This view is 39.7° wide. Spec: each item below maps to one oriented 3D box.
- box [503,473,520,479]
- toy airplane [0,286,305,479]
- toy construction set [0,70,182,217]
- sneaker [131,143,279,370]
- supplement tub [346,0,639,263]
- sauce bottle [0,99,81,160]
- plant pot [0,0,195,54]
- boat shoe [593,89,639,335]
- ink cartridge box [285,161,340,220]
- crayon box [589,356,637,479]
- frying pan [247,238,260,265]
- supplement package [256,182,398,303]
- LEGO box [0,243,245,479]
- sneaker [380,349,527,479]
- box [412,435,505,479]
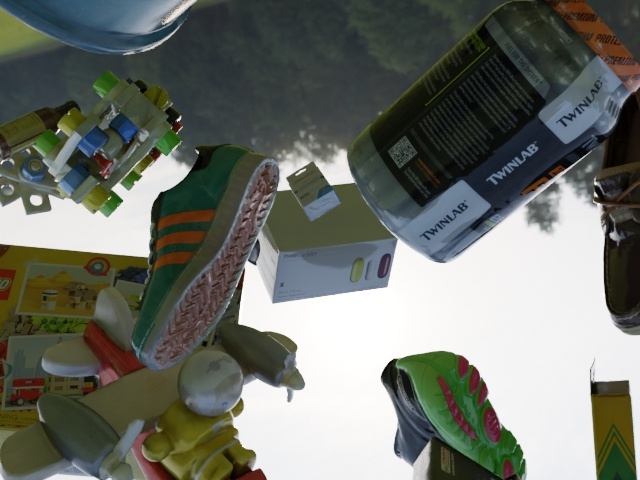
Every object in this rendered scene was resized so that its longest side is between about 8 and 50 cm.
[{"bbox_3d":[0.281,0.528,1.550,0.233,0.159,0.044,-32,177,23],"label":"box"},{"bbox_3d":[-0.202,0.216,1.219,0.272,0.384,0.386,-47,-155,40],"label":"toy airplane"},{"bbox_3d":[-0.288,-0.103,1.117,0.327,0.151,0.215,-7,-141,54],"label":"toy construction set"},{"bbox_3d":[-0.165,0.013,1.101,0.121,0.108,0.302,18,-111,25],"label":"sneaker"},{"bbox_3d":[0.200,-0.136,1.018,0.316,0.193,0.193,-42,-174,22],"label":"supplement tub"},{"bbox_3d":[-0.366,-0.144,1.138,0.042,0.042,0.128,1,-153,44],"label":"sauce bottle"},{"bbox_3d":[-0.083,-0.352,0.598,0.334,0.341,0.341,-21,-169,30],"label":"plant pot"},{"bbox_3d":[0.386,-0.055,1.103,0.123,0.342,0.123,25,158,-25],"label":"boat shoe"},{"bbox_3d":[-0.011,-0.068,1.200,0.048,0.028,0.083,-31,-141,0],"label":"ink cartridge box"},{"bbox_3d":[0.602,0.407,1.813,0.081,0.319,0.202,-5,179,19],"label":"crayon box"},{"bbox_3d":[-0.181,-0.040,1.499,0.053,0.197,0.326,-44,171,0],"label":"frying pan"},{"bbox_3d":[0.000,0.000,1.867,0.261,0.145,0.204,-7,-139,-19],"label":"supplement package"},{"bbox_3d":[-0.404,0.223,1.626,0.499,0.193,0.373,5,-127,-4],"label":"LEGO box"},{"bbox_3d":[0.258,0.402,1.723,0.202,0.483,0.185,4,-147,47],"label":"sneaker"},{"bbox_3d":[0.268,0.442,1.291,0.293,0.073,0.295,33,-167,1],"label":"box"}]
